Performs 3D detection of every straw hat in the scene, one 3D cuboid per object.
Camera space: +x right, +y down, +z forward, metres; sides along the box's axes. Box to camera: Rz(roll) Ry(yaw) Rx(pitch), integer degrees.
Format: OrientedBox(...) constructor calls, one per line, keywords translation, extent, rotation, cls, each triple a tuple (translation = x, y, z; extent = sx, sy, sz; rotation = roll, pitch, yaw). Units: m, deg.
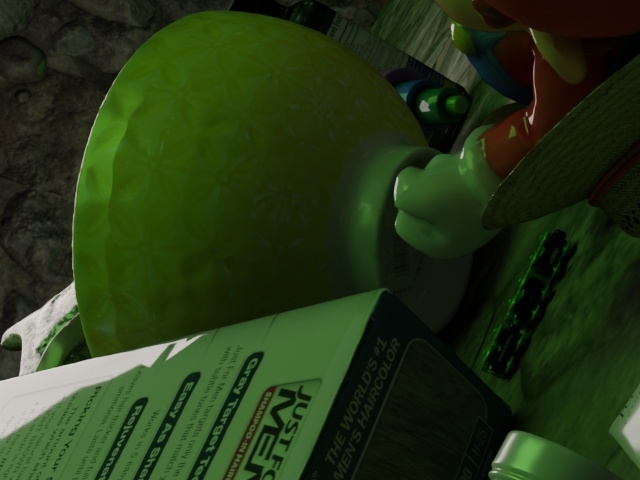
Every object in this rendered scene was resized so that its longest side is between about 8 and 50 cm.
OrientedBox(translation=(0.134, -0.027, 0.641), extent=(0.144, 0.061, 0.144), rotation=(-36, -13, -9), cls="straw hat")

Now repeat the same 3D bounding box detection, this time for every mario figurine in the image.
OrientedBox(translation=(0.069, -0.118, 0.697), extent=(0.170, 0.198, 0.320), rotation=(-26, -17, 4), cls="mario figurine")

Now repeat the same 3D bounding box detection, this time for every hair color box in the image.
OrientedBox(translation=(-0.085, 0.146, 0.856), extent=(0.347, 0.105, 0.174), rotation=(-16, 39, 46), cls="hair color box")

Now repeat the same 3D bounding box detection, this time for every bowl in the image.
OrientedBox(translation=(0.000, 0.000, 1.054), extent=(0.156, 0.289, 0.289), rotation=(3, 53, 34), cls="bowl")

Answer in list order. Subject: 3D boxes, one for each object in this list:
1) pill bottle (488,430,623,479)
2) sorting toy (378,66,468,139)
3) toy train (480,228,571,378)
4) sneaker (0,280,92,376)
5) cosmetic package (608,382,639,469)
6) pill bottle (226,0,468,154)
OrientedBox(translation=(0.057, 0.124, 0.557), extent=(0.116, 0.065, 0.065), rotation=(-62, 6, -12), cls="pill bottle")
OrientedBox(translation=(0.022, 0.025, 1.296), extent=(0.126, 0.127, 0.365), rotation=(1, 60, 57), cls="sorting toy")
OrientedBox(translation=(0.103, 0.032, 0.860), extent=(0.083, 0.017, 0.024), rotation=(-62, -5, -15), cls="toy train")
OrientedBox(translation=(-0.150, 0.169, 1.154), extent=(0.182, 0.158, 0.410), rotation=(-27, 37, 16), cls="sneaker")
OrientedBox(translation=(0.163, -0.028, 0.417), extent=(0.239, 0.060, 0.099), rotation=(-60, 5, 6), cls="cosmetic package")
OrientedBox(translation=(0.007, -0.131, 1.479), extent=(0.123, 0.219, 0.123), rotation=(-59, 6, 10), cls="pill bottle")
